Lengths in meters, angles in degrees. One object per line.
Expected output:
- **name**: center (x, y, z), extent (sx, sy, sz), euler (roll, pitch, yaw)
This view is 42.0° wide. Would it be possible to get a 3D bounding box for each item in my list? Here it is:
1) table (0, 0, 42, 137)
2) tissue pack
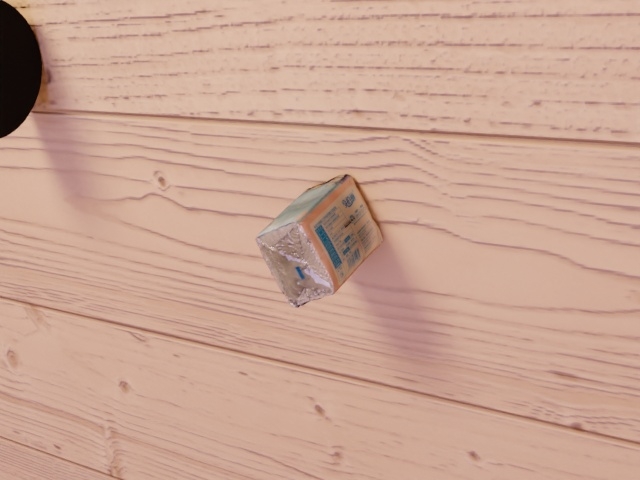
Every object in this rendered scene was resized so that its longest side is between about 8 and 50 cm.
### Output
- **table**: center (-0.323, -0.160, 0.771), extent (0.043, 0.133, 0.134), euler (11, 121, 27)
- **tissue pack**: center (0.000, 0.000, 0.674), extent (0.058, 0.094, 0.074), euler (-16, 107, 37)
